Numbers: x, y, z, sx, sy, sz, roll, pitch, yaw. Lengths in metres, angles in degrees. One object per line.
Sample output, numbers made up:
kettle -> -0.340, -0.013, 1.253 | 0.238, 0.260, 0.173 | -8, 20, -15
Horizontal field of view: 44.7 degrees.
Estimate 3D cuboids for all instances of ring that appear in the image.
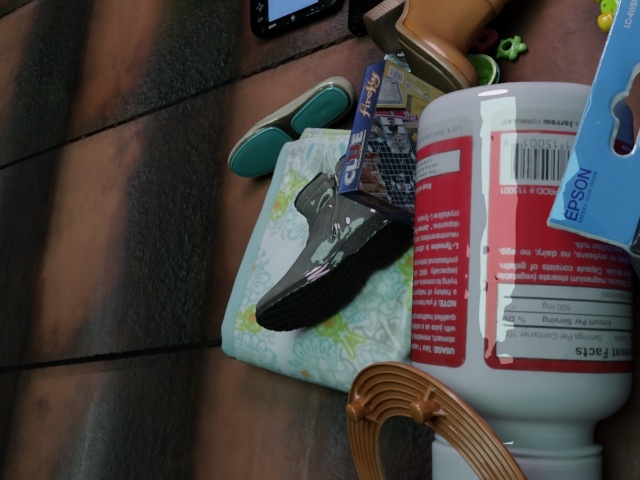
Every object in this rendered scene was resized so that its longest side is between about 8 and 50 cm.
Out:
ring -> 0.117, 0.280, 0.777 | 0.336, 0.032, 0.336 | 42, 143, 43

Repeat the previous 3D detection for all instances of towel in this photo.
towel -> 0.035, 0.017, 1.098 | 0.320, 0.090, 0.374 | 7, 76, 40

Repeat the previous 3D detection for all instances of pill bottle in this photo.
pill bottle -> 0.212, 0.057, 0.829 | 0.229, 0.229, 0.407 | -1, 83, 37

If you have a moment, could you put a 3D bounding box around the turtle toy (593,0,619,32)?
turtle toy -> 0.393, -0.309, 0.974 | 0.095, 0.066, 0.130 | -21, 59, 30

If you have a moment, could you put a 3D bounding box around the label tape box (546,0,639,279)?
label tape box -> 0.405, -0.064, 0.721 | 0.348, 0.115, 0.249 | 18, 82, 8

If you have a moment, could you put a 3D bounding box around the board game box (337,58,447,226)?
board game box -> 0.143, -0.094, 0.958 | 0.042, 0.243, 0.165 | -7, 66, 55

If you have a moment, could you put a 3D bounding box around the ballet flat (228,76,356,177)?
ballet flat -> -0.046, -0.187, 1.265 | 0.248, 0.086, 0.086 | -30, 56, 23

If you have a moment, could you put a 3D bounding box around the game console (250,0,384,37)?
game console -> 0.019, -0.430, 1.330 | 0.361, 0.044, 0.213 | -12, 64, 35

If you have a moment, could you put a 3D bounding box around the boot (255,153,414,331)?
boot -> 0.000, 0.000, 1.038 | 0.246, 0.083, 0.161 | -38, 47, 10

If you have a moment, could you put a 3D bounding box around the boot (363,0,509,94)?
boot -> 0.205, -0.301, 1.061 | 0.220, 0.109, 0.283 | -30, 34, -1

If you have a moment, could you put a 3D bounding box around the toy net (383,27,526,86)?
toy net -> 0.178, -0.270, 1.138 | 0.232, 0.045, 0.122 | 25, 88, 42
